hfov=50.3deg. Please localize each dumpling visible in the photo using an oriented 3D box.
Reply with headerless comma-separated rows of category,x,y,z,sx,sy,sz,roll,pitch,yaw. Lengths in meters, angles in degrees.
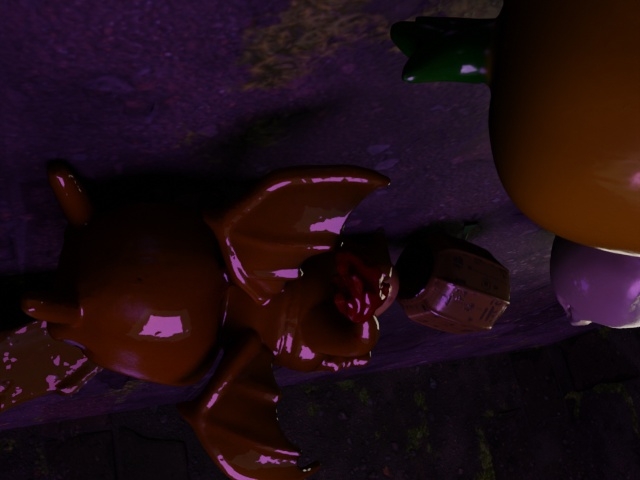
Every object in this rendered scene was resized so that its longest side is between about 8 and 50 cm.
dumpling,0.567,0.001,1.210,0.315,0.233,0.395,-40,153,-17

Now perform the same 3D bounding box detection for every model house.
model house,-0.428,0.143,1.035,0.239,0.173,0.268,-16,-163,-30

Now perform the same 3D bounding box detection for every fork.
fork,0.242,0.004,1.213,0.039,0.021,0.235,-2,161,-17

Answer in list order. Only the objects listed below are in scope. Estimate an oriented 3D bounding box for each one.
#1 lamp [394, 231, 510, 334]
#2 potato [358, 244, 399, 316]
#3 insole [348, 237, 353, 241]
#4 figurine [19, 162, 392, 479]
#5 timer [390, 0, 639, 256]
lamp,0.222,0.075,1.161,0.185,0.161,0.161,22,145,-32
potato,0.015,0.080,1.124,0.234,0.146,0.150,-17,132,22
insole,0.000,0.000,1.073,0.053,0.002,0.153,-26,157,38
figurine,-0.109,0.048,0.779,0.387,0.268,0.400,8,124,-10
timer,0.177,-0.122,0.455,0.285,0.285,0.285,-11,162,-4
